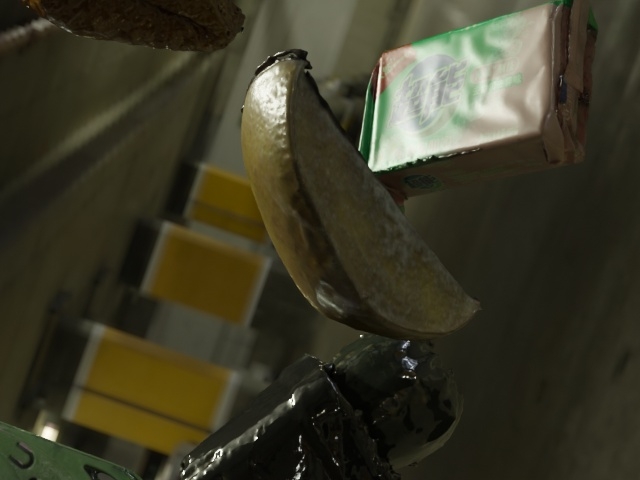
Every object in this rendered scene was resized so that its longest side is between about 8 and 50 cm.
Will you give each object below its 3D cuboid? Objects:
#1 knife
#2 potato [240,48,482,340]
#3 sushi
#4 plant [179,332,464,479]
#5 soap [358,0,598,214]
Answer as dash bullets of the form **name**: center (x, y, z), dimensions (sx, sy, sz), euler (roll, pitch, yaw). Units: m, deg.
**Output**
- **knife**: center (-0.226, 0.111, 0.971), dimensions (0.020, 0.293, 0.043), euler (32, -106, -73)
- **potato**: center (-0.002, 0.000, 1.232), dimensions (0.120, 0.261, 0.100), euler (-15, 34, 40)
- **sushi**: center (-0.184, -0.272, 1.639), dimensions (0.140, 0.287, 0.149), euler (57, 136, 52)
- **plant**: center (0.006, 0.178, 1.443), dimensions (0.256, 0.142, 0.164), euler (-33, 6, -1)
- **soap**: center (0.174, -0.152, 1.819), dimensions (0.273, 0.098, 0.218), euler (-10, 62, 44)
